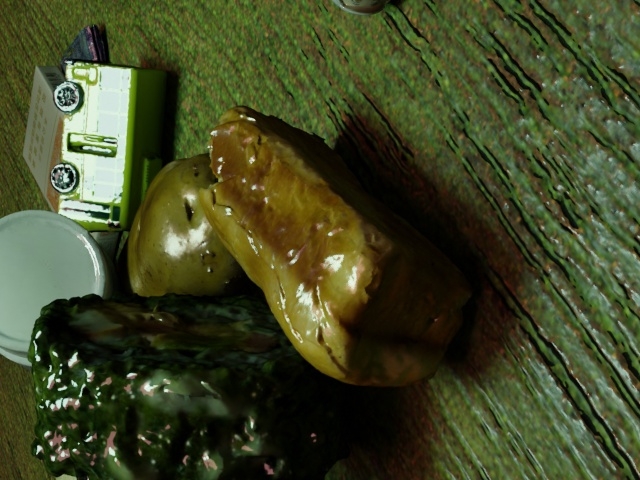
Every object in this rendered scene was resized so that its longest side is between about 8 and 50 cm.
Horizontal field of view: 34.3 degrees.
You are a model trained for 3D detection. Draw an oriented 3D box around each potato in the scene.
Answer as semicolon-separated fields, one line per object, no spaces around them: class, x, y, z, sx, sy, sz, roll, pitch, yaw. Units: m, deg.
potato;-0.183;0.005;1.382;0.195;0.176;0.369;57;147;-1

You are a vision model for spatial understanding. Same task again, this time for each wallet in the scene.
wallet;-0.417;-0.299;1.837;0.166;0.030;0.111;-27;76;57

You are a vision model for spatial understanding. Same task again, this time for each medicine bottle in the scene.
medicine bottle;-0.395;0.090;1.533;0.371;0.211;0.211;117;145;-76

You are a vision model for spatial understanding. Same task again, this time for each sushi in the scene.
sushi;-0.139;0.167;1.118;0.294;0.352;0.178;-96;8;-79

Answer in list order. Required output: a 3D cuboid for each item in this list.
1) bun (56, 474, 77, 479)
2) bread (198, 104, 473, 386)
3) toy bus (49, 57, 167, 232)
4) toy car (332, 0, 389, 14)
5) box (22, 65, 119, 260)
bun;-0.252;0.304;1.429;0.362;0.234;0.326;110;147;-42
bread;-0.001;0.005;1.070;0.149;0.195;0.344;-55;43;13
toy bus;-0.315;-0.138;1.571;0.150;0.128;0.262;8;100;15
toy car;0.043;-0.296;1.086;0.112;0.112;0.139;104;157;-48
box;-0.439;-0.127;1.831;0.365;0.051;0.204;52;135;37
